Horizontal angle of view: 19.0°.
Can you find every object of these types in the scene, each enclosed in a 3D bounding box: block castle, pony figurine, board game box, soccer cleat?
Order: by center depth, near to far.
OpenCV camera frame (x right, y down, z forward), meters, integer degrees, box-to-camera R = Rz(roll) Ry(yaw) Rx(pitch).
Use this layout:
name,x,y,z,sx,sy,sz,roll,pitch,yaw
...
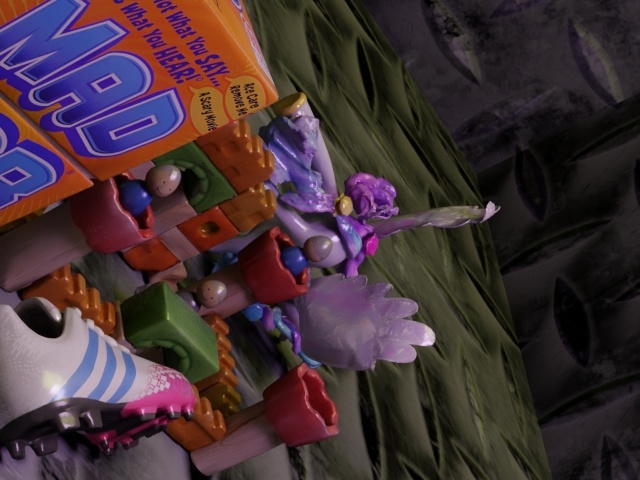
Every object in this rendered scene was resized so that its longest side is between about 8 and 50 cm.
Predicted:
name,x,y,z,sx,sy,sz,roll,pitch,yaw
board game box,-0.295,-0.253,1.558,0.356,0.356,0.357,50,18,-68
soccer cleat,-0.215,0.118,1.764,0.143,0.116,0.331,67,15,12
block castle,-0.145,0.009,2.006,0.453,0.212,0.303,50,20,-42
pony figurine,0.000,0.000,2.357,0.363,0.351,0.303,58,48,-22
